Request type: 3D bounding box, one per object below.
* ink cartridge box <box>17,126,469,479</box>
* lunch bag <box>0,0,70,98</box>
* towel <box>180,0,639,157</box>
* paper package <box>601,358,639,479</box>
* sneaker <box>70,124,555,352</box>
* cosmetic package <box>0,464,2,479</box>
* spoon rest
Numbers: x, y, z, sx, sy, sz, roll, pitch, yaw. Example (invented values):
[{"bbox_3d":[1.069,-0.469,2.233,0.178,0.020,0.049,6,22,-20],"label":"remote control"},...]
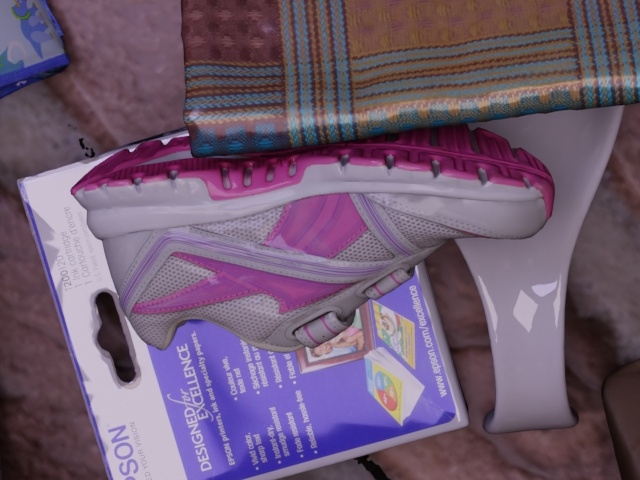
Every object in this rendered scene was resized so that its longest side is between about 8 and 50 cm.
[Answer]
[{"bbox_3d":[-0.042,0.032,1.094,0.208,0.045,0.206,-16,94,2],"label":"ink cartridge box"},{"bbox_3d":[-0.229,-0.127,1.069,0.151,0.096,0.129,-26,94,-24],"label":"lunch bag"},{"bbox_3d":[0.104,-0.187,1.014,0.370,0.040,0.271,-7,65,4],"label":"towel"},{"bbox_3d":[0.262,0.216,0.957,0.168,0.325,0.309,-14,95,5],"label":"paper package"},{"bbox_3d":[0.000,0.000,1.019,0.252,0.103,0.111,-4,108,15],"label":"sneaker"},{"bbox_3d":[-0.299,0.114,1.038,0.225,0.138,0.224,-11,74,5],"label":"cosmetic package"},{"bbox_3d":[0.107,-0.025,1.063,0.137,0.084,0.276,-6,95,3],"label":"spoon rest"}]
